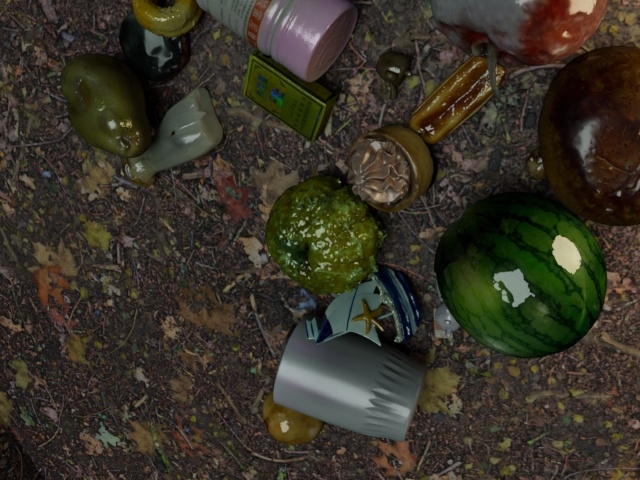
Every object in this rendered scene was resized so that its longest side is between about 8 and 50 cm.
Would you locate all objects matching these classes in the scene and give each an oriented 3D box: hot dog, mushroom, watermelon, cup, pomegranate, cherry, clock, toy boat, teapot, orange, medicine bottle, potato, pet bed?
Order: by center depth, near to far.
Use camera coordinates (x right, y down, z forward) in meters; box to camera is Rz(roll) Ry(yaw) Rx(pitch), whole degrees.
[{"bbox_3d":[0.366,-0.482,1.169,0.326,0.291,0.335,-3,71,41],"label":"cherry"},{"bbox_3d":[0.587,-0.196,1.227,0.345,0.239,0.345,1,127,1],"label":"mushroom"},{"bbox_3d":[0.423,0.073,1.336,0.363,0.363,0.363,9,113,21],"label":"watermelon"},{"bbox_3d":[0.299,-0.312,1.386,0.100,0.068,0.249,42,124,-11],"label":"hot dog"},{"bbox_3d":[-0.098,-0.519,1.400,0.316,0.202,0.202,36,120,7],"label":"medicine bottle"},{"bbox_3d":[0.159,-0.365,1.424,0.080,0.085,0.110,28,138,13],"label":"teapot"},{"bbox_3d":[0.316,0.137,1.523,0.080,0.117,0.176,2,104,19],"label":"clock"},{"bbox_3d":[0.000,0.000,1.557,0.300,0.223,0.301,-24,100,35],"label":"orange"},{"bbox_3d":[0.099,0.187,1.599,0.291,0.067,0.221,-22,70,-1],"label":"toy boat"},{"bbox_3d":[-0.543,-0.341,1.634,0.351,0.202,0.218,53,145,37],"label":"potato"},{"bbox_3d":[-0.428,-0.509,1.636,0.201,0.053,0.201,9,114,22],"label":"pet bed"},{"bbox_3d":[0.073,0.364,1.650,0.371,0.253,0.253,19,117,15],"label":"cup"},{"bbox_3d":[-0.404,-0.264,1.702,0.328,0.122,0.159,-26,62,29],"label":"mushroom"},{"bbox_3d":[-0.067,0.485,1.809,0.196,0.196,0.196,9,113,21],"label":"pomegranate"}]

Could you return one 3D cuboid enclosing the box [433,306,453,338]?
[{"bbox_3d":[0.314,0.211,1.621,0.046,0.012,0.083,1,110,22],"label":"box"}]

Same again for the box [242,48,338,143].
[{"bbox_3d":[-0.076,-0.350,1.510,0.220,0.064,0.141,34,148,7],"label":"box"}]

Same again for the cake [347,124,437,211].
[{"bbox_3d":[0.145,-0.146,1.430,0.185,0.178,0.208,-15,112,46],"label":"cake"}]

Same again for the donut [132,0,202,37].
[{"bbox_3d":[-0.379,-0.586,1.541,0.178,0.065,0.162,26,86,7],"label":"donut"}]
